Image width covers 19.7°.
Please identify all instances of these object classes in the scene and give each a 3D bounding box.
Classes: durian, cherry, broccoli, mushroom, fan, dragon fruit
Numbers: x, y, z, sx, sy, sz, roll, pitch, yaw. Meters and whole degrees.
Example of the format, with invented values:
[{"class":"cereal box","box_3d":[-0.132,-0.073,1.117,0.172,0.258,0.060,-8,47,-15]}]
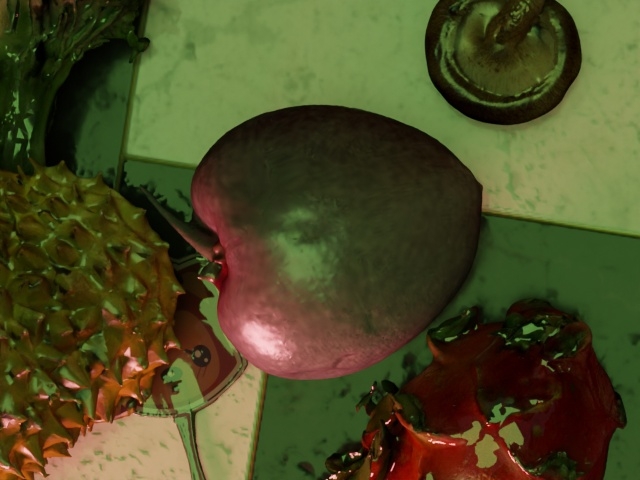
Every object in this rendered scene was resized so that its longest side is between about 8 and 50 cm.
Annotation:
[{"class":"durian","box_3d":[-0.208,0.064,1.479,0.195,0.185,0.305,-4,105,-16]},{"class":"cherry","box_3d":[0.000,0.000,1.439,0.266,0.183,0.213,-13,84,3]},{"class":"broccoli","box_3d":[-0.243,-0.122,1.508,0.165,0.145,0.304,15,104,11]},{"class":"mushroom","box_3d":[0.143,-0.151,1.472,0.127,0.087,0.127,-1,85,7]},{"class":"fan","box_3d":[-0.122,0.120,1.542,0.132,0.009,0.220,-16,87,10]},{"class":"dragon fruit","box_3d":[0.104,0.151,1.434,0.269,0.198,0.200,-6,110,15]}]
